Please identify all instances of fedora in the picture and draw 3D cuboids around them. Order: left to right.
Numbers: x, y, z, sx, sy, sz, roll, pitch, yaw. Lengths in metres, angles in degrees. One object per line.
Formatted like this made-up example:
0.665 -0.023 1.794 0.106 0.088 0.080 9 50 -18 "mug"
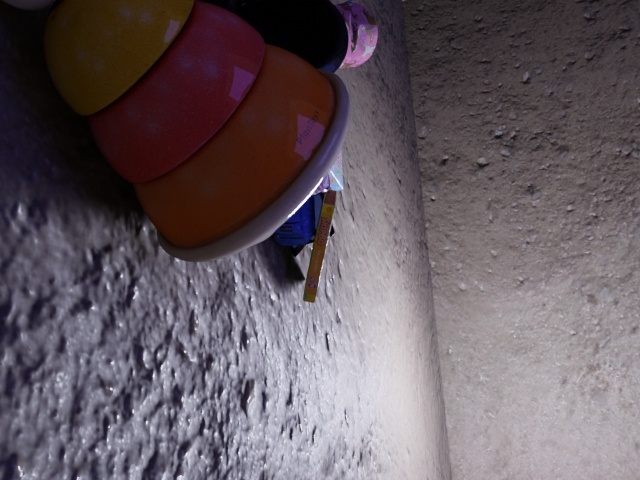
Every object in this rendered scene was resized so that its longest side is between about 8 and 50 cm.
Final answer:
-0.103 -0.380 1.318 0.152 0.334 0.333 108 -13 -56 "fedora"

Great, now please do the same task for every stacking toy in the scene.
-0.220 -0.232 0.839 0.480 0.351 0.350 45 35 -33 "stacking toy"

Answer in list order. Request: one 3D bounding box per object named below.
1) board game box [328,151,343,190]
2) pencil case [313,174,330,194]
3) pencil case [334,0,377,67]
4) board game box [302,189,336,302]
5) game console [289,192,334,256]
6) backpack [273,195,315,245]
0.013 -0.259 1.862 0.211 0.039 0.160 50 34 -59 "board game box"
-0.080 -0.101 1.235 0.088 0.206 0.086 -85 152 -52 "pencil case"
0.001 -0.520 1.655 0.167 0.160 0.386 57 34 4 "pencil case"
0.000 0.000 1.489 0.124 0.039 0.259 -83 -178 -70 "board game box"
-0.032 -0.051 1.550 0.085 0.124 0.143 -129 -158 -70 "game console"
-0.065 -0.046 1.427 0.101 0.098 0.120 -53 143 -61 "backpack"
